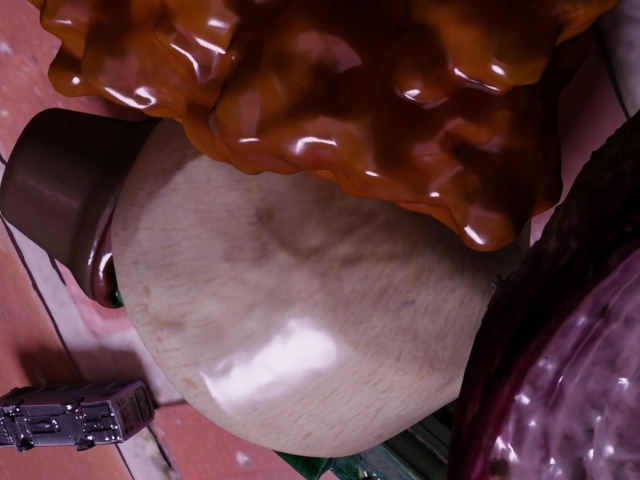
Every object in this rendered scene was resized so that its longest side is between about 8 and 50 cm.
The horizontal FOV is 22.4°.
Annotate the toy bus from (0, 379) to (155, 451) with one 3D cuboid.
[{"bbox_3d":[-0.177,0.121,1.128,0.130,0.052,0.037,-7,107,38],"label":"toy bus"}]

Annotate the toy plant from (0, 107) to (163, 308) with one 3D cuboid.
[{"bbox_3d":[-0.086,-0.010,0.949,0.200,0.105,0.143,24,116,2],"label":"toy plant"}]

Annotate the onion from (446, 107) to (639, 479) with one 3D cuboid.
[{"bbox_3d":[0.218,0.053,0.644,0.282,0.260,0.337,37,115,3],"label":"onion"}]

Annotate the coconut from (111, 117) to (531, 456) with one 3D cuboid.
[{"bbox_3d":[0.000,0.000,0.818,0.224,0.224,0.224,19,127,27],"label":"coconut"}]

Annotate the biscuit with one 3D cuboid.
[{"bbox_3d":[0.006,-0.181,0.669,0.318,0.110,0.312,22,96,29],"label":"biscuit"}]

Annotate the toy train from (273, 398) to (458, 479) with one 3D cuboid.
[{"bbox_3d":[0.059,0.123,0.910,0.170,0.111,0.071,40,138,10],"label":"toy train"}]
